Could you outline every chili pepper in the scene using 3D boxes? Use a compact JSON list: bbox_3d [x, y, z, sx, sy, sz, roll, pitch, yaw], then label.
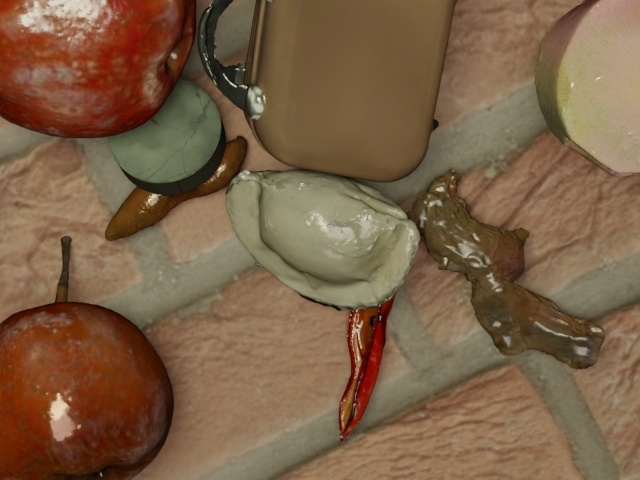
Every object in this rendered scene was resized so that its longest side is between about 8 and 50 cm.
[{"bbox_3d":[0.060,0.112,1.788,0.050,0.059,0.268,1,101,-44],"label":"chili pepper"}]

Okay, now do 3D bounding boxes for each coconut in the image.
[{"bbox_3d":[0.366,-0.178,1.670,0.233,0.245,0.233,-1,99,-4],"label":"coconut"}]

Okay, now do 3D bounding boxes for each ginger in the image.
[{"bbox_3d":[0.219,0.048,1.784,0.290,0.084,0.122,46,71,-2],"label":"ginger"}]

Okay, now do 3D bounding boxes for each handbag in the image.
[{"bbox_3d":[0.002,-0.226,1.658,0.283,0.149,0.302,2,115,-14],"label":"handbag"}]

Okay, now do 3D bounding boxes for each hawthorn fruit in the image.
[{"bbox_3d":[-0.298,0.178,1.693,0.231,0.235,0.263,-44,95,6],"label":"hawthorn fruit"},{"bbox_3d":[-0.272,-0.251,1.634,0.284,0.284,0.284,0,97,-2],"label":"hawthorn fruit"}]

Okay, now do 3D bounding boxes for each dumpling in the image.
[{"bbox_3d":[0.000,0.000,1.740,0.247,0.142,0.172,20,120,22],"label":"dumpling"}]

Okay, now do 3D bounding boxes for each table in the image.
[{"bbox_3d":[-0.178,-0.121,1.731,0.133,0.043,0.133,-2,71,5],"label":"table"}]

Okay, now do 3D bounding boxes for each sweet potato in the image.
[{"bbox_3d":[-0.173,-0.064,1.760,0.202,0.055,0.058,-30,125,0],"label":"sweet potato"}]
